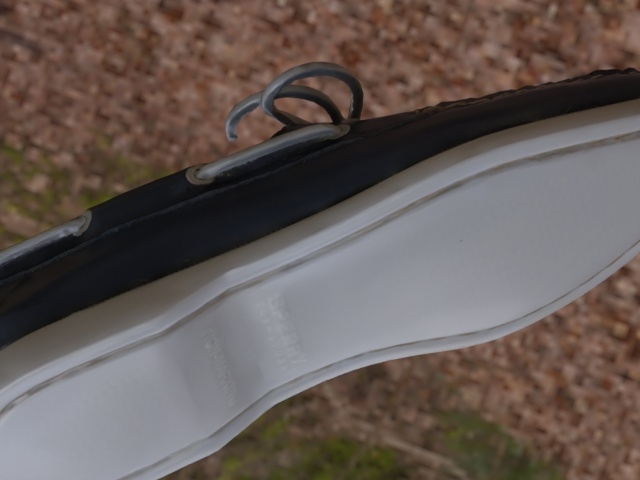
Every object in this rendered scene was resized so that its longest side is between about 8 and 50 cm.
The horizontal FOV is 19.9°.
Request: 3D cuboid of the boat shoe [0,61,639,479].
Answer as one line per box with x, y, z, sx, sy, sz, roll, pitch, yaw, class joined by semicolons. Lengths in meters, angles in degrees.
0.000;0.000;0.561;0.079;0.254;0.095;59;172;41;boat shoe
